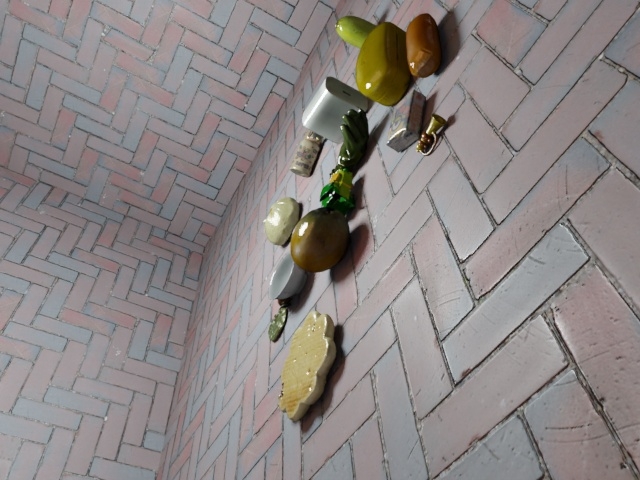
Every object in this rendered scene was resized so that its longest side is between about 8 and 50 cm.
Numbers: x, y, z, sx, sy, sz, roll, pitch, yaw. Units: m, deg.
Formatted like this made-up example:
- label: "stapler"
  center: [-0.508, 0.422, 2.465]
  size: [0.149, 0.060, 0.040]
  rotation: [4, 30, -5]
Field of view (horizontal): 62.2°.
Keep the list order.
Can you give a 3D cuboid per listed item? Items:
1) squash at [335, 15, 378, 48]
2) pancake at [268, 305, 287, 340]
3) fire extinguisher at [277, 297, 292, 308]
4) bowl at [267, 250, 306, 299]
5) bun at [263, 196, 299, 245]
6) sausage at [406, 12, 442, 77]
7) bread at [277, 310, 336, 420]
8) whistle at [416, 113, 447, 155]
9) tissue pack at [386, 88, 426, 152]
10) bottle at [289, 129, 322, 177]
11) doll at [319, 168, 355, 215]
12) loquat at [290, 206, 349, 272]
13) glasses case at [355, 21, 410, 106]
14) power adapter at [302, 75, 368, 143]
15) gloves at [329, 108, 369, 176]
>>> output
- label: "squash"
  center: [0.148, -0.887, 2.260]
  size: [0.123, 0.187, 0.122]
  rotation: [-164, 90, -71]
- label: "pancake"
  center: [-0.156, 0.303, 1.923]
  size: [0.129, 0.023, 0.116]
  rotation: [-61, 22, 14]
- label: "fire extinguisher"
  center: [-0.134, 0.196, 1.951]
  size: [0.062, 0.050, 0.177]
  rotation: [-37, 28, 12]
- label: "bowl"
  center: [-0.105, 0.139, 1.878]
  size: [0.189, 0.086, 0.189]
  rotation: [-51, 23, 31]
- label: "bun"
  center: [-0.179, -0.091, 2.284]
  size: [0.222, 0.128, 0.222]
  rotation: [-53, 25, 39]
- label: "sausage"
  center: [0.309, -0.591, 1.598]
  size: [0.105, 0.105, 0.274]
  rotation: [-49, 26, 42]
- label: "bread"
  center: [-0.037, 0.348, 1.501]
  size: [0.316, 0.054, 0.315]
  rotation: [-55, 22, 34]
- label: "whistle"
  center: [0.291, -0.269, 1.386]
  size: [0.046, 0.057, 0.109]
  rotation: [-21, -36, -48]
- label: "tissue pack"
  center: [0.247, -0.344, 1.535]
  size: [0.109, 0.060, 0.148]
  rotation: [-31, 41, 58]
- label: "bottle"
  center: [-0.055, -0.393, 2.350]
  size: [0.110, 0.097, 0.209]
  rotation: [-2, 66, 69]
- label: "doll"
  center: [0.061, -0.153, 1.743]
  size: [0.134, 0.106, 0.186]
  rotation: [-41, 31, 41]
- label: "loquat"
  center: [0.000, 0.000, 1.634]
  size: [0.227, 0.180, 0.179]
  rotation: [-53, 23, 44]
- label: "glasses case"
  center: [0.207, -0.606, 1.825]
  size: [0.173, 0.141, 0.371]
  rotation: [-49, 25, 43]
- label: "power adapter"
  center: [0.040, -0.481, 2.060]
  size: [0.255, 0.187, 0.124]
  rotation: [-49, 24, 43]
- label: "gloves"
  center: [0.105, -0.321, 1.827]
  size: [0.135, 0.107, 0.267]
  rotation: [-89, 10, -65]
